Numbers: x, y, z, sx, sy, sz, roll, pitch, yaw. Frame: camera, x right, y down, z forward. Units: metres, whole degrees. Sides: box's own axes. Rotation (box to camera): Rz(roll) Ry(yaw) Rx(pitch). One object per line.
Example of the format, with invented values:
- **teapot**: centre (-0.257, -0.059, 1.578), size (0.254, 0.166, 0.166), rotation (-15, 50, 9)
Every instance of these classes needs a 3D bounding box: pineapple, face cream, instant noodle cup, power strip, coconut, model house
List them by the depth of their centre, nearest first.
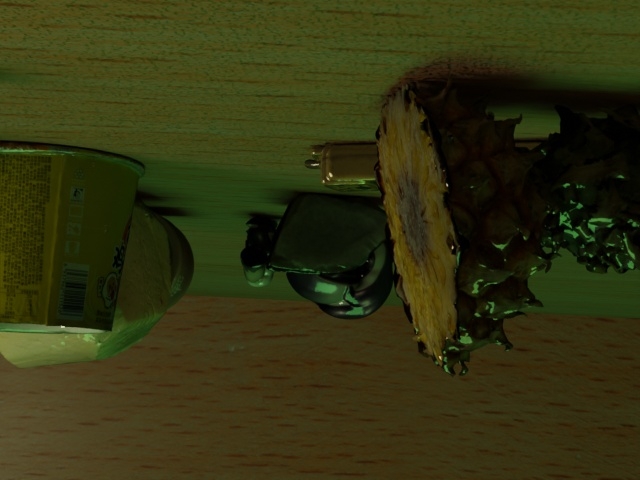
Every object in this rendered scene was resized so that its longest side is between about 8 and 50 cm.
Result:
- **pineapple**: centre (0.205, -0.027, 1.177), size (0.271, 0.263, 0.262), rotation (-9, 175, -9)
- **power strip**: centre (0.124, -0.074, 1.417), size (0.305, 0.044, 0.064), rotation (1, 174, 21)
- **instant noodle cup**: centre (-0.336, 0.005, 1.631), size (0.264, 0.200, 0.264), rotation (1, 174, 0)
- **model house**: centre (0.007, 0.001, 1.843), size (0.165, 0.106, 0.152), rotation (8, 171, -8)
- **coconut**: centre (-0.341, 0.047, 1.869), size (0.244, 0.239, 0.239), rotation (-6, 171, 21)
- **face cream**: centre (-0.264, 0.031, 2.037), size (0.149, 0.149, 0.104), rotation (2, 173, 6)

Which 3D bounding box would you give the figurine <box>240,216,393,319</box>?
- **figurine**: centre (-0.004, 0.039, 2.039), size (0.222, 0.145, 0.145), rotation (7, 174, 5)
